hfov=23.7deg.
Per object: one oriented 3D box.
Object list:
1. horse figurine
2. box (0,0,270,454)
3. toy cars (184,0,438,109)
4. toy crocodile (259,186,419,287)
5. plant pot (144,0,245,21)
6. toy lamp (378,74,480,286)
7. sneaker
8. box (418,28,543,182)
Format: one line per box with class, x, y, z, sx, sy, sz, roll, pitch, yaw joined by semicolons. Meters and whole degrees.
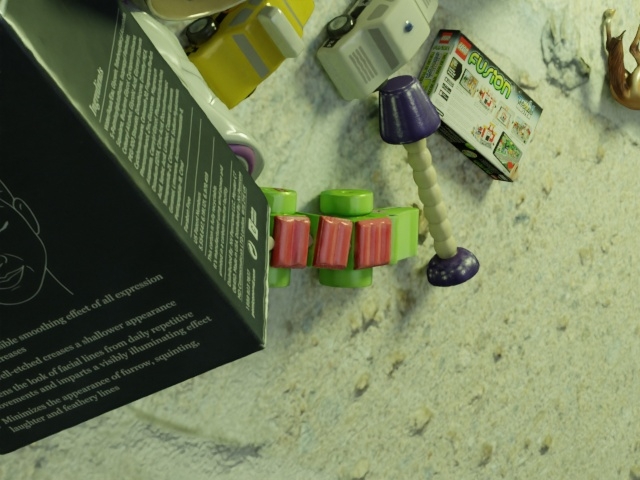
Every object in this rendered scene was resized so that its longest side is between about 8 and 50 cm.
horse figurine;0.480;-0.249;2.206;0.263;0.066;0.175;-7;96;-46
box;-0.265;-0.046;1.321;0.395;0.293;0.212;55;22;-36
toy cars;0.011;-0.241;1.736;0.393;0.087;0.177;-10;105;-43
toy crocodile;0.000;0.000;1.756;0.340;0.105;0.115;-1;98;-44
plant pot;-0.098;-0.379;1.512;0.284;0.284;0.191;-26;79;-38
toy lamp;0.133;-0.074;1.890;0.080;0.080;0.275;-39;122;-32
sneaker;-0.146;-0.145;1.579;0.305;0.114;0.152;54;16;-57
box;0.204;-0.172;1.970;0.207;0.036;0.114;36;73;-42
